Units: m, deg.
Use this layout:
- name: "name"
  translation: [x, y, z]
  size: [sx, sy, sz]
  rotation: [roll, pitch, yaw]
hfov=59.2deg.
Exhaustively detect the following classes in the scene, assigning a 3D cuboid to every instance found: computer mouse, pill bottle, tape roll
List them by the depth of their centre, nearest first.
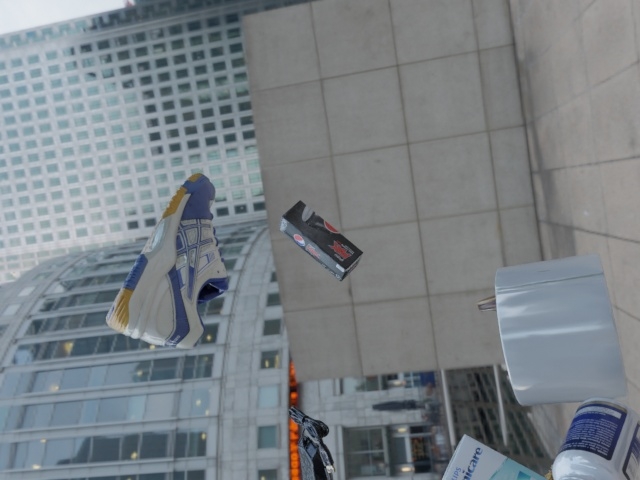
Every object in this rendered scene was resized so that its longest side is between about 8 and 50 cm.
- name: "pill bottle"
  translation: [0.368, 0.298, 0.752]
  size: [0.169, 0.094, 0.094]
  rotation: [-37, -55, -42]
- name: "tape roll"
  translation: [0.410, 0.153, 0.963]
  size: [0.246, 0.169, 0.246]
  rotation: [38, -134, -54]
- name: "computer mouse"
  translation: [0.005, 0.523, 1.325]
  size: [0.184, 0.060, 0.262]
  rotation: [-4, 99, 64]

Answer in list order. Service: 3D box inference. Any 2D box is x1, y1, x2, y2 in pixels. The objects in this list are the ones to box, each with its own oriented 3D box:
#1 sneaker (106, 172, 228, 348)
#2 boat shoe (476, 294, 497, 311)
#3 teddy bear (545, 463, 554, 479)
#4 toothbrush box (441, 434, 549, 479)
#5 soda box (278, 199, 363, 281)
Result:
- name: "sneaker"
  translation: [-0.191, 0.029, 0.812]
  size: [0.112, 0.131, 0.296]
  rotation: [-48, 21, 44]
- name: "boat shoe"
  translation: [0.531, 0.177, 1.585]
  size: [0.073, 0.207, 0.073]
  rotation: [-17, -98, -38]
- name: "teddy bear"
  translation: [0.509, 0.559, 1.227]
  size: [0.338, 0.113, 0.245]
  rotation: [-62, -18, 15]
- name: "toothbrush box"
  translation: [0.354, 0.507, 1.010]
  size: [0.126, 0.296, 0.216]
  rotation: [-54, -25, -31]
- name: "soda box"
  translation: [0.000, 0.000, 1.108]
  size: [0.060, 0.169, 0.053]
  rotation: [-44, -14, -28]
